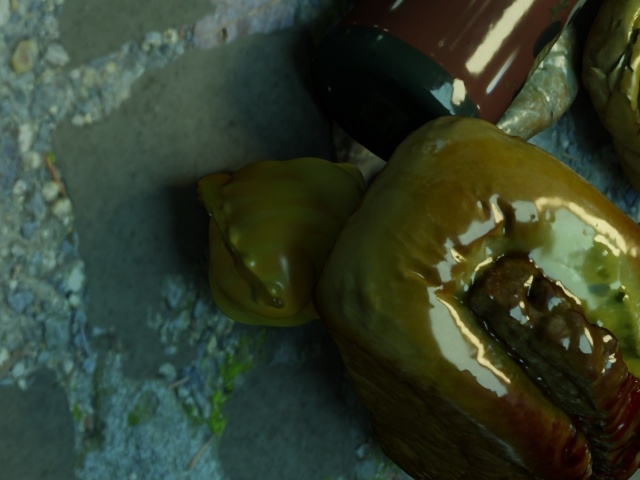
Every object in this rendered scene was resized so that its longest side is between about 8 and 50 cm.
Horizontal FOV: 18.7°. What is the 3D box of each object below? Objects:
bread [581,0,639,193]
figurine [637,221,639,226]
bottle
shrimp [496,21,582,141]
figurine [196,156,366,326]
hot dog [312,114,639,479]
[{"bbox_3d":[0.318,-0.140,1.681,0.198,0.120,0.236,-61,139,-24],"label":"bread"},{"bbox_3d":[0.291,0.065,1.711,0.235,0.127,0.155,9,112,-41],"label":"figurine"},{"bbox_3d":[0.140,-0.213,1.491,0.336,0.144,0.144,-53,130,-20],"label":"bottle"},{"bbox_3d":[0.139,-0.128,1.577,0.223,0.047,0.126,-38,117,-36],"label":"shrimp"},{"bbox_3d":[0.000,0.000,1.440,0.156,0.131,0.246,-42,157,23],"label":"figurine"},{"bbox_3d":[0.149,0.081,1.428,0.185,0.223,0.405,-60,159,-16],"label":"hot dog"}]
